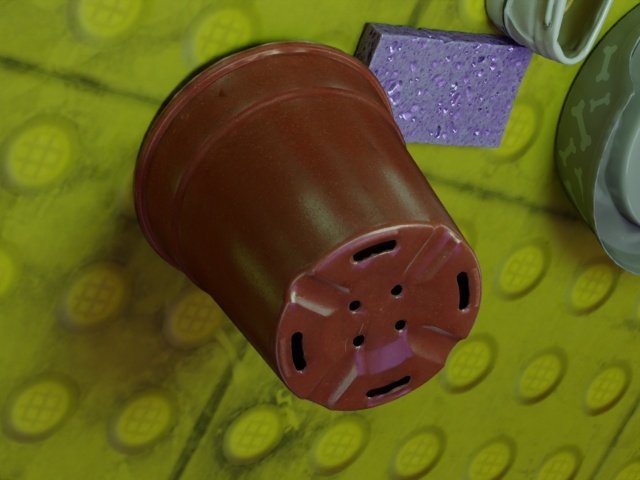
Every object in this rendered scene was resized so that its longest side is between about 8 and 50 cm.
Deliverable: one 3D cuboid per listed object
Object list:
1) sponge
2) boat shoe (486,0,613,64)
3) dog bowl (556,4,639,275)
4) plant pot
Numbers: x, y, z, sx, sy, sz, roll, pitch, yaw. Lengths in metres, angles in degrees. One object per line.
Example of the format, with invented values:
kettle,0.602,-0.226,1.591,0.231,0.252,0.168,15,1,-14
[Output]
sponge,0.116,-0.153,1.856,0.210,0.031,0.117,1,120,-38
boat shoe,0.291,-0.334,1.769,0.136,0.156,0.367,9,115,-41
dog bowl,0.411,-0.131,2.049,0.349,0.102,0.349,-21,131,-25
plant pot,0.000,0.000,1.685,0.272,0.265,0.272,-14,129,-18
